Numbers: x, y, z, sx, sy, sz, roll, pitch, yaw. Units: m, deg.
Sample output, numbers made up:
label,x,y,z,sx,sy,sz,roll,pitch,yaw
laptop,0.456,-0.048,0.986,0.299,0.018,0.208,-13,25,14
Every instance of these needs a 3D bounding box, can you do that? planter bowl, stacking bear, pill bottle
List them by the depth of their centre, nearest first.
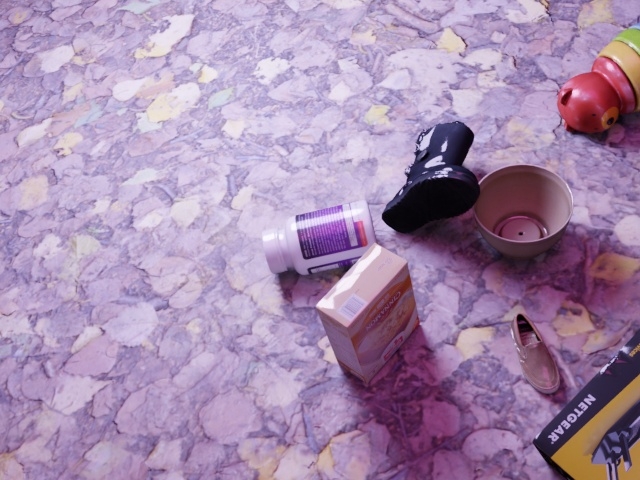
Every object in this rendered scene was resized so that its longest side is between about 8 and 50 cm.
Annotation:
label,x,y,z,sx,sy,sz,roll,pitch,yaw
planter bowl,0.339,-0.033,1.364,0.162,0.109,0.162,-5,54,8
pill bottle,0.000,0.000,1.424,0.194,0.108,0.108,-13,52,4
stacking bear,0.572,-0.300,1.483,0.289,0.175,0.164,-31,55,0

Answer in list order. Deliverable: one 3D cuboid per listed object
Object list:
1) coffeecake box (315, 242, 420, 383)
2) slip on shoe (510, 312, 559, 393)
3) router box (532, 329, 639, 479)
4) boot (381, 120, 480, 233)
label,x,y,z,sx,sy,sz,roll,pitch,yaw
coffeecake box,0.079,0.118,1.268,0.068,0.185,0.142,32,67,31
slip on shoe,0.333,0.173,1.256,0.051,0.041,0.135,-14,52,3
router box,0.482,0.251,1.079,0.309,0.081,0.243,-45,46,-5
boot,0.217,-0.133,1.411,0.094,0.246,0.207,35,64,-13
